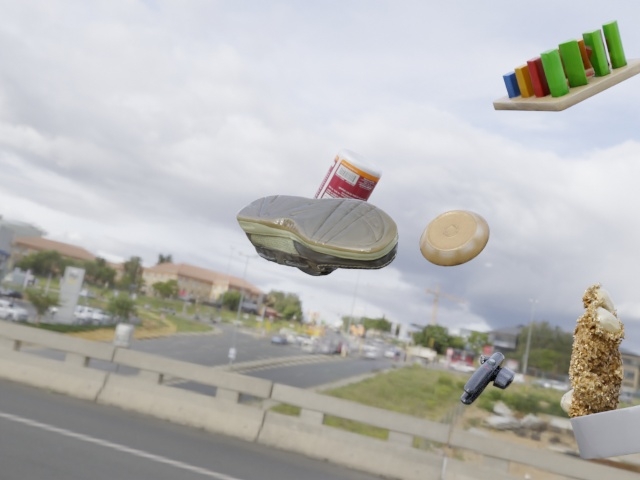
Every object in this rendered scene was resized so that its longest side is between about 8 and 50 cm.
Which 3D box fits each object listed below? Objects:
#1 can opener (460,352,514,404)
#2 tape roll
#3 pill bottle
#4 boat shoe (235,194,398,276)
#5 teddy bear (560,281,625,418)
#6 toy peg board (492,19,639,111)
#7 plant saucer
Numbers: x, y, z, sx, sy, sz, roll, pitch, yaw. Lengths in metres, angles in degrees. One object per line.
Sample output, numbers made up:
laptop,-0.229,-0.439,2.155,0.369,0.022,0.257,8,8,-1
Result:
can opener,0.324,0.268,1.356,0.073,0.059,0.186,18,19,33
tape roll,0.545,0.317,1.171,0.219,0.072,0.219,-10,-19,-3
pill bottle,0.036,-0.074,1.189,0.086,0.152,0.086,27,17,-9
boat shoe,-0.001,0.001,0.737,0.224,0.080,0.073,13,-47,44
teddy bear,0.550,0.254,1.406,0.113,0.245,0.338,-2,-51,14
toy peg board,0.350,-0.254,0.999,0.161,0.079,0.161,-26,18,-13
plant saucer,0.152,-0.007,0.797,0.083,0.083,0.015,5,-34,33
